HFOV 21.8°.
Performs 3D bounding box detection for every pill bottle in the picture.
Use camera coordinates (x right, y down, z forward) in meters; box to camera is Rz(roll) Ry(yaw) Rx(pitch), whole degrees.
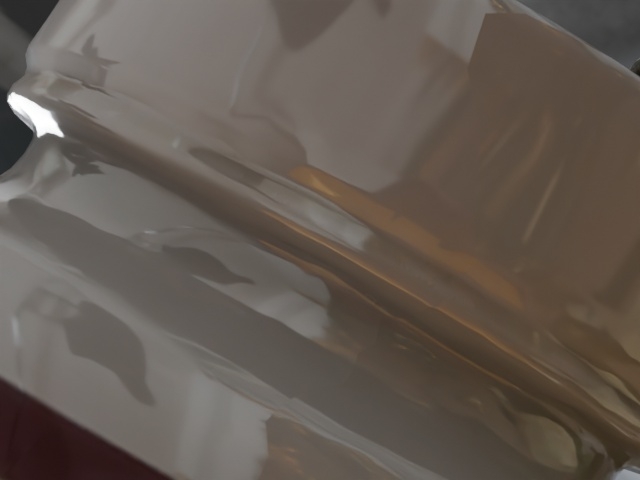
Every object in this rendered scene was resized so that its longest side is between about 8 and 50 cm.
[{"bbox_3d":[-0.063,0.126,0.402,0.392,0.224,0.224,-60,13,-6],"label":"pill bottle"}]

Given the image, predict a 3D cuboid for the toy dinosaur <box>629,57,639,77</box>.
[{"bbox_3d":[0.143,-0.040,0.491,0.118,0.064,0.268,-56,47,40],"label":"toy dinosaur"}]
